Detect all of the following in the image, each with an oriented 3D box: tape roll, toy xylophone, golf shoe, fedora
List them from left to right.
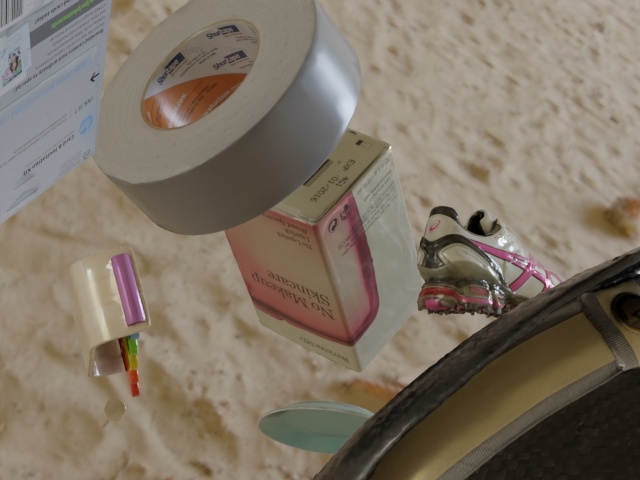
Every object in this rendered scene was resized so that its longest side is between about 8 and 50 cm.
[{"bbox_3d":[-0.287,0.135,1.680,0.081,0.323,0.236,-12,85,-15],"label":"toy xylophone"},{"bbox_3d":[-0.078,-0.112,0.985,0.072,0.219,0.219,49,23,-39],"label":"tape roll"},{"bbox_3d":[0.143,0.019,0.951,0.186,0.067,0.086,10,79,-52],"label":"golf shoe"},{"bbox_3d":[0.138,0.142,0.562,0.334,0.334,0.152,-8,49,-42],"label":"fedora"}]

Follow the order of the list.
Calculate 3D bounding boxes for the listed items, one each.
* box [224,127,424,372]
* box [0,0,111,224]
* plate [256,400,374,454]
[{"bbox_3d":[0.000,0.000,1.252,0.149,0.232,0.127,23,57,33],"label":"box"},{"bbox_3d":[-0.179,-0.089,0.691,0.038,0.186,0.145,32,48,14],"label":"box"},{"bbox_3d":[0.013,0.236,1.558,0.188,0.188,0.024,18,63,-20],"label":"plate"}]
